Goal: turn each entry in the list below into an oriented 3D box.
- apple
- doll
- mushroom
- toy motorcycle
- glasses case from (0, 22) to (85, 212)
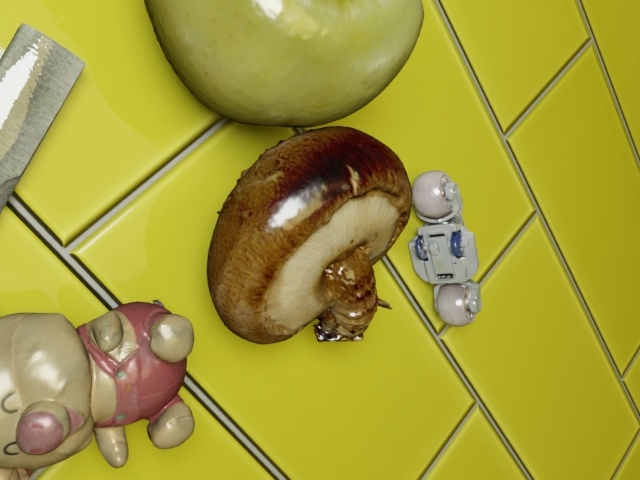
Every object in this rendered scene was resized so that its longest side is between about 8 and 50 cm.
[{"bbox_3d":[-0.063,-0.247,0.593,0.233,0.257,0.295,-43,112,-21],"label":"apple"},{"bbox_3d":[-0.257,0.150,0.566,0.255,0.152,0.196,-5,84,-28],"label":"doll"},{"bbox_3d":[-0.008,-0.001,0.685,0.297,0.163,0.279,-34,132,-26],"label":"mushroom"},{"bbox_3d":[0.204,0.011,0.891,0.112,0.112,0.255,-22,104,-29],"label":"toy motorcycle"},{"bbox_3d":[-0.318,-0.110,0.565,0.070,0.047,0.205,31,77,-32],"label":"glasses case"}]
